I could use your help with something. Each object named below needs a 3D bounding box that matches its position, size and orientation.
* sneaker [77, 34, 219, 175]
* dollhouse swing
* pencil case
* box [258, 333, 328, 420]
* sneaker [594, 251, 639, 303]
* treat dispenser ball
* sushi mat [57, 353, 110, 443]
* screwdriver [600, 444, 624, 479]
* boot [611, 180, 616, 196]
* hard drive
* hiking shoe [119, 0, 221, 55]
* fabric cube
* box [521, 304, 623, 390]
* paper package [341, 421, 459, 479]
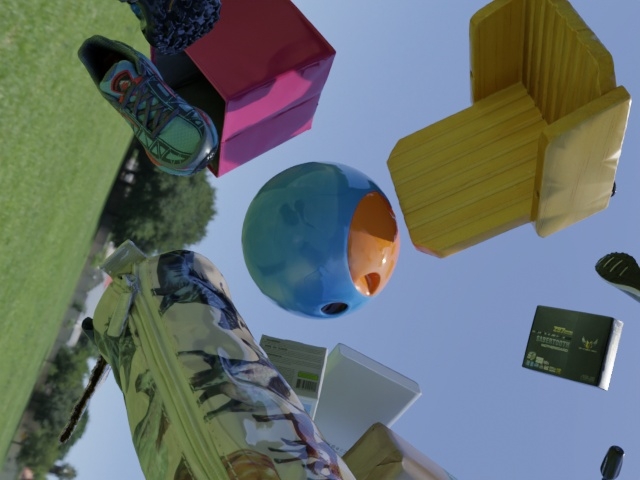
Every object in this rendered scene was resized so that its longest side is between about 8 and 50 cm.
[{"bbox_3d":[-0.252,-0.189,0.891,0.104,0.262,0.125,-48,158,5],"label":"sneaker"},{"bbox_3d":[0.261,-0.194,1.057,0.315,0.305,0.347,73,5,-49],"label":"dollhouse swing"},{"bbox_3d":[-0.091,0.168,0.566,0.160,0.183,0.410,-46,-138,2],"label":"pencil case"},{"bbox_3d":[-0.063,0.266,1.047,0.103,0.114,0.203,-76,177,-49],"label":"box"},{"bbox_3d":[0.848,0.122,1.712,0.100,0.108,0.271,-42,-142,-4],"label":"sneaker"},{"bbox_3d":[0.000,0.000,1.169,0.288,0.288,0.288,-55,-159,34],"label":"treat dispenser ball"},{"bbox_3d":[-0.352,0.210,1.042,0.151,0.019,0.316,-64,-170,-2],"label":"sushi mat"},{"bbox_3d":[0.385,0.343,0.870,0.025,0.024,0.170,40,-41,52],"label":"screwdriver"},{"bbox_3d":[0.478,-0.116,1.450,0.280,0.264,0.096,-34,148,-17],"label":"boot"},{"bbox_3d":[0.034,0.366,1.333,0.307,0.203,0.040,-53,-162,23],"label":"hard drive"},{"bbox_3d":[-0.211,-0.335,0.785,0.113,0.132,0.304,-33,173,3],"label":"hiking shoe"},{"bbox_3d":[-0.167,-0.334,1.299,0.258,0.254,0.259,-33,164,-27],"label":"fabric cube"},{"bbox_3d":[0.667,0.280,1.712,0.232,0.059,0.183,7,-103,54],"label":"box"},{"bbox_3d":[0.134,0.542,1.148,0.309,0.325,0.168,-48,-165,5],"label":"paper package"}]
